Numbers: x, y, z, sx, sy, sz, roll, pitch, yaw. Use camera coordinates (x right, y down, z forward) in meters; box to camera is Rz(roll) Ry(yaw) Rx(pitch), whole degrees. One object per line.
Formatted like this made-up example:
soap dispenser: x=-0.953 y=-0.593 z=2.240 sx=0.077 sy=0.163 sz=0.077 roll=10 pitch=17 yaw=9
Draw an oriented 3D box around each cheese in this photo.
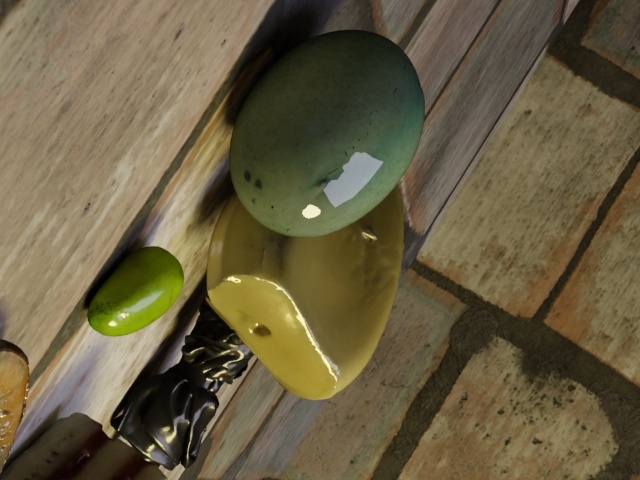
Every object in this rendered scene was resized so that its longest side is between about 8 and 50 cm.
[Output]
cheese: x=0.000 y=0.000 z=1.431 sx=0.259 sy=0.128 sz=0.316 roll=63 pitch=35 yaw=-37

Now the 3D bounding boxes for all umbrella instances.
umbrella: x=-0.152 y=0.168 z=1.499 sx=0.272 sy=0.110 sz=0.122 roll=-55 pitch=170 yaw=5

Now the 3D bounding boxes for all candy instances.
candy: x=-0.295 y=0.331 z=1.211 sx=0.321 sy=0.135 sz=0.179 roll=-46 pitch=164 yaw=-42

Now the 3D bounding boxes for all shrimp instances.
shrimp: x=-0.298 y=0.180 z=1.018 sx=0.143 sy=0.052 sz=0.251 roll=-29 pitch=143 yaw=-49

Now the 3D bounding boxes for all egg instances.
egg: x=0.008 y=-0.107 z=1.253 sx=0.236 sy=0.169 sz=0.169 roll=-53 pitch=168 yaw=-25

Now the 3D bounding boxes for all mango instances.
mango: x=-0.172 y=0.050 z=1.195 sx=0.108 sy=0.056 sz=0.073 roll=-32 pitch=151 yaw=-40
